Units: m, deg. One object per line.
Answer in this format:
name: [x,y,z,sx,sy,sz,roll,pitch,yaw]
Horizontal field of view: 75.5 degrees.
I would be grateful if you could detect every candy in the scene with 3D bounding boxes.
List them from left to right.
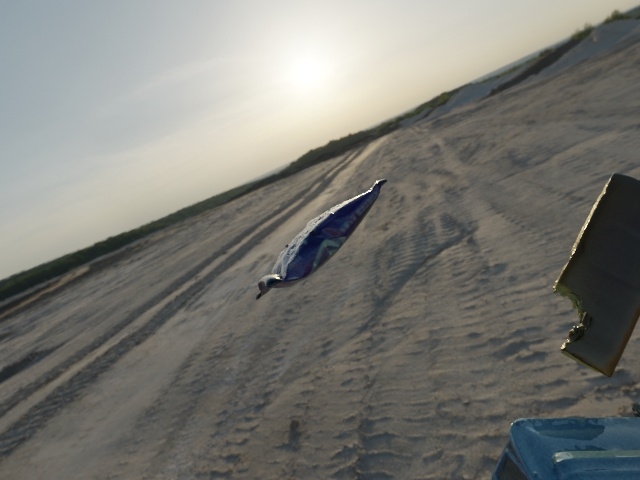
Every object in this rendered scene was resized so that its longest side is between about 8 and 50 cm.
candy: [0.000,0.000,0.680,0.275,0.070,0.145,-42,3,-15]

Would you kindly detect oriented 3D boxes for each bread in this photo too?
bread: [0.330,0.035,0.474,0.226,0.088,0.049,-57,-23,-9]

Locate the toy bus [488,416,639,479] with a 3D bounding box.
toy bus: [0.319,0.272,0.369,0.312,0.190,0.152,2,29,-6]

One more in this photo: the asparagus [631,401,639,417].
asparagus: [0.494,0.376,0.508,0.085,0.343,0.082,-27,-23,36]
